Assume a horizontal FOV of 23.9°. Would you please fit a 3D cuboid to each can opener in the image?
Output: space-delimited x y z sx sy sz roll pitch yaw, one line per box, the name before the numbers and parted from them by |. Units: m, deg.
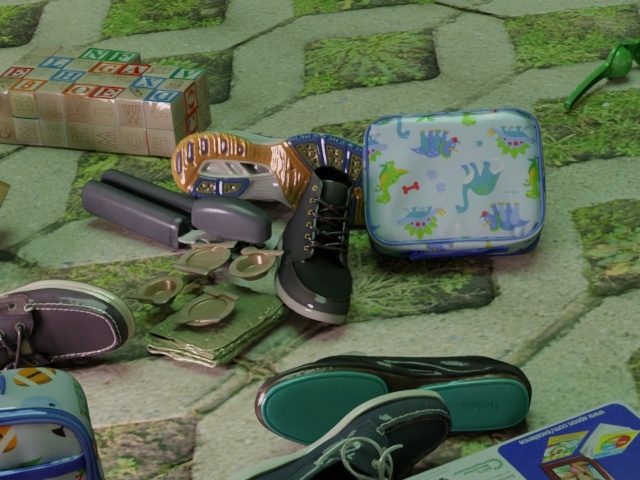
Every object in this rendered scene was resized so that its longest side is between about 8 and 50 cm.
can opener | -0.173 -0.044 1.876 0.283 0.095 0.076 21 37 27

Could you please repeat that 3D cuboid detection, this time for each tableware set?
tableware set | -0.131 0.045 1.728 0.141 0.020 0.168 8 35 35

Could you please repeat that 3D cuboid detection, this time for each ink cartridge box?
ink cartridge box | 0.225 0.275 1.288 0.303 0.072 0.307 -16 33 -22

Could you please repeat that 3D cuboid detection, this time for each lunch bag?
lunch bag | 0.158 -0.063 1.805 0.219 0.176 0.090 -4 -14 5
lunch bag | -0.331 0.226 1.264 0.303 0.243 0.115 -8 29 -9

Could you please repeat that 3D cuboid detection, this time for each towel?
towel | -0.113 0.095 1.693 0.110 0.027 0.148 15 36 33

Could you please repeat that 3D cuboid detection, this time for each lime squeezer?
lime squeezer | 0.470 -0.252 2.231 0.310 0.059 0.110 -13 60 -19

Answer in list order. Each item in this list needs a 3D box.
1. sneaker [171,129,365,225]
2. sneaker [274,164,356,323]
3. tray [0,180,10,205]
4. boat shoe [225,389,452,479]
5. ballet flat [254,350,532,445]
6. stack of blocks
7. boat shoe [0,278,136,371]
sneaker | -0.036 -0.094 1.941 0.296 0.112 0.131 12 9 6
sneaker | 0.000 0.000 1.734 0.083 0.118 0.222 13 25 -17
tray | -0.598 -0.077 1.815 0.411 0.076 0.203 26 30 -11
boat shoe | 0.022 0.216 1.387 0.254 0.095 0.079 -20 31 -23
ballet flat | 0.069 0.155 1.508 0.280 0.095 0.096 2 18 -10
stack of blocks | -0.313 -0.205 2.194 0.297 0.087 0.171 6 30 19
boat shoe | -0.341 0.104 1.639 0.285 0.103 0.092 1 34 17
